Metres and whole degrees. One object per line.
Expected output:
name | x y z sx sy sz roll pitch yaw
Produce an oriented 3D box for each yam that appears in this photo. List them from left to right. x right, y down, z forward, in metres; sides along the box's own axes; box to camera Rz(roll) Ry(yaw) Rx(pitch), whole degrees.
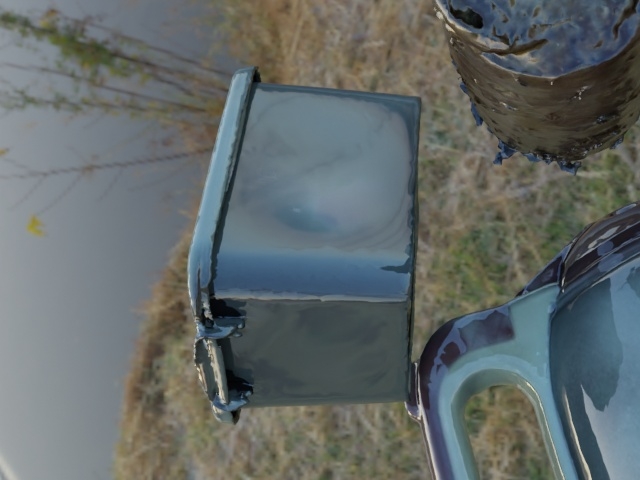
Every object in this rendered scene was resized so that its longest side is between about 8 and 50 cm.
yam | 0.127 -0.113 0.613 0.131 0.280 0.131 -1 86 12

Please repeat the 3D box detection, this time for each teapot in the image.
teapot | 0.226 0.133 0.754 0.233 0.315 0.312 76 171 -67

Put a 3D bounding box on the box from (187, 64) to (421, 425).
box | 0.000 0.000 0.781 0.243 0.135 0.163 -83 -8 -48
